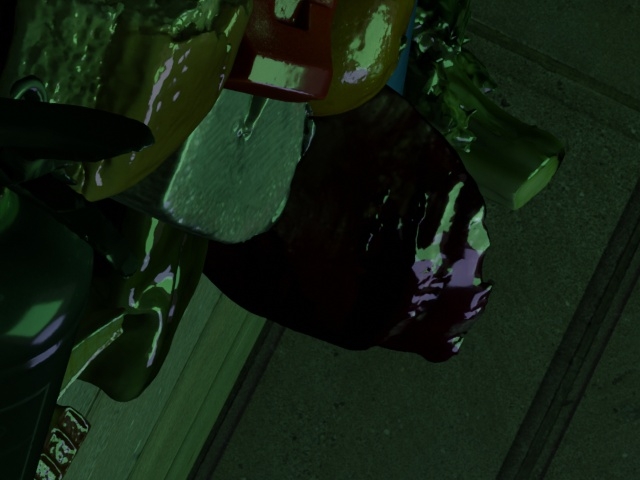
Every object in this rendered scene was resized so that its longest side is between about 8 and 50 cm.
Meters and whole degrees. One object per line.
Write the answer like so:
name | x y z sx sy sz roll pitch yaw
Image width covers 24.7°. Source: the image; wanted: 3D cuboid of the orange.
orange | 0.005 -0.161 1.031 0.156 0.124 0.156 -60 178 -4

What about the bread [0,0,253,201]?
bread | -0.080 -0.078 0.608 0.125 0.082 0.106 -65 172 -58

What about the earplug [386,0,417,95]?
earplug | 0.021 -0.179 1.242 0.273 0.132 0.132 103 13 -64

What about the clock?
clock | -0.021 -0.146 0.705 0.113 0.061 0.155 4 101 -55

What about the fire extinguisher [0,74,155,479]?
fire extinguisher | -0.135 0.054 0.523 0.095 0.114 0.311 -55 171 -45

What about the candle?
candle | -0.065 -0.071 0.813 0.168 0.068 0.192 -47 151 -45

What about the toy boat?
toy boat | -0.169 0.105 0.858 0.172 0.066 0.065 -61 174 -34

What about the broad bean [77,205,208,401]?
broad bean | -0.110 0.007 0.967 0.207 0.072 0.153 -64 178 14

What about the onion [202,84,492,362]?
onion | 0.000 0.000 1.207 0.146 0.280 0.314 -42 164 -39

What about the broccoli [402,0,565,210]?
broccoli | 0.092 -0.142 1.593 0.277 0.317 0.338 -51 136 -8
